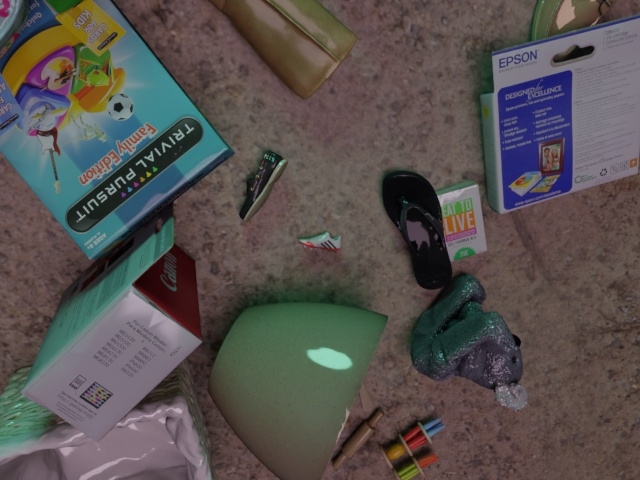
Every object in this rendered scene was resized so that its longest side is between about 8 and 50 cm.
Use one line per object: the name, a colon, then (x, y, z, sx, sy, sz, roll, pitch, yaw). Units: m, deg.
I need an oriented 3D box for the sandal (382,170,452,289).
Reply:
sandal: (0.191, -0.016, 1.081, 0.097, 0.054, 0.254, -21, 112, 12)

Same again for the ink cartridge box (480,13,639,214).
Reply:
ink cartridge box: (0.445, -0.230, 1.064, 0.303, 0.072, 0.307, -16, 117, -7)

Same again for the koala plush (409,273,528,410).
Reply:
koala plush: (0.314, 0.223, 1.150, 0.221, 0.196, 0.203, 36, 109, -23)

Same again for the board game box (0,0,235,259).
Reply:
board game box: (-0.330, -0.183, 0.837, 0.253, 0.079, 0.336, -39, 93, 2)

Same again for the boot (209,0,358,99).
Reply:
boot: (-0.047, -0.391, 0.886, 0.269, 0.089, 0.236, 38, 114, -21)

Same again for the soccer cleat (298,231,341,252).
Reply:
soccer cleat: (0.000, 0.000, 1.071, 0.083, 0.029, 0.036, 10, 98, -20)

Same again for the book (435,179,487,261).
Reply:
book: (0.263, -0.034, 1.123, 0.096, 0.035, 0.144, -17, 114, -3)

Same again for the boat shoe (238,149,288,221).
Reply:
boat shoe: (-0.106, -0.093, 1.004, 0.042, 0.049, 0.133, 34, 107, 6)

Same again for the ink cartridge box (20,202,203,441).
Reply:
ink cartridge box: (-0.274, 0.090, 0.879, 0.272, 0.309, 0.130, -43, 113, 4)

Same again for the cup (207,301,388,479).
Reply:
cup: (-0.052, 0.237, 1.013, 0.237, 0.331, 0.331, 24, 103, 8)

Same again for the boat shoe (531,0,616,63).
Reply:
boat shoe: (0.470, -0.446, 0.988, 0.109, 0.098, 0.302, 25, 102, -20)

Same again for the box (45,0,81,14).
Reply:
box: (-0.304, -0.468, 0.733, 0.262, 0.127, 0.231, -33, 91, -4)

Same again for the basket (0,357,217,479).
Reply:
basket: (-0.349, 0.377, 0.987, 0.328, 0.266, 0.331, -14, 111, -9)

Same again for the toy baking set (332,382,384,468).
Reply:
toy baking set: (0.034, 0.365, 1.205, 0.197, 0.030, 0.256, 41, 96, -23)

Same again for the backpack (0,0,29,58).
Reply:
backpack: (-0.493, -0.291, 0.695, 0.253, 0.191, 0.225, -46, 113, -7)

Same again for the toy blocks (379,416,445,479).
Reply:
toy blocks: (0.218, 0.460, 1.272, 0.148, 0.054, 0.123, -30, 113, -2)
